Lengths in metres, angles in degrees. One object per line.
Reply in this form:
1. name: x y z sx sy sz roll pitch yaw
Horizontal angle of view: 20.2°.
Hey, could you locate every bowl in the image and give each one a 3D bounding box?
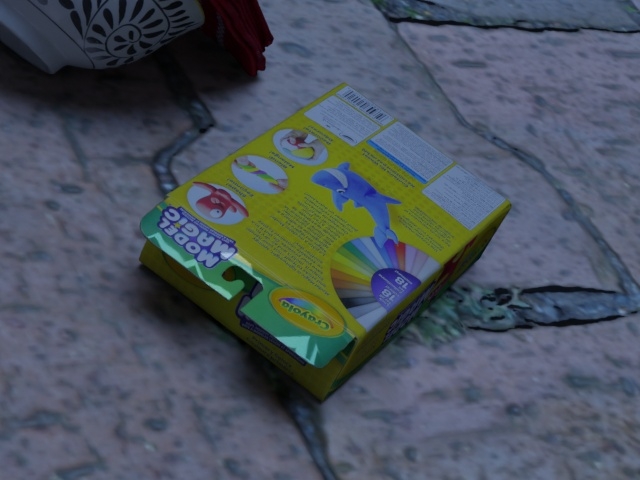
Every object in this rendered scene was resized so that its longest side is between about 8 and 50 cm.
1. bowl: -0.155 -0.147 1.015 0.170 0.080 0.170 37 -9 6

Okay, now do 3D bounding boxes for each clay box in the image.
1. clay box: 0.000 0.000 0.980 0.127 0.053 0.222 37 38 13

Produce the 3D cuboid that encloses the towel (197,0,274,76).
1. towel: -0.148 -0.204 1.064 0.275 0.031 0.199 35 -6 10
